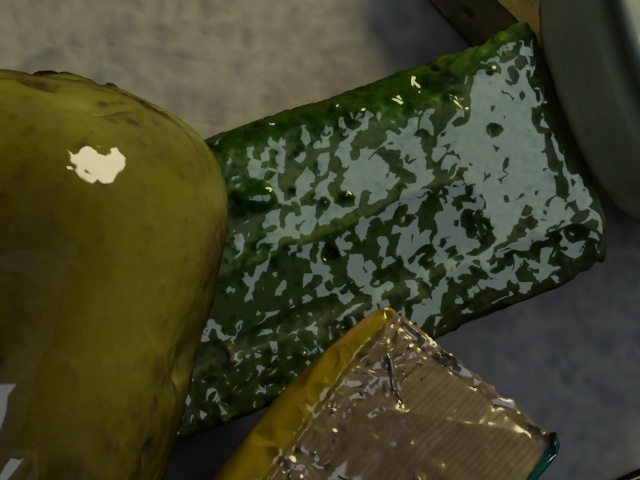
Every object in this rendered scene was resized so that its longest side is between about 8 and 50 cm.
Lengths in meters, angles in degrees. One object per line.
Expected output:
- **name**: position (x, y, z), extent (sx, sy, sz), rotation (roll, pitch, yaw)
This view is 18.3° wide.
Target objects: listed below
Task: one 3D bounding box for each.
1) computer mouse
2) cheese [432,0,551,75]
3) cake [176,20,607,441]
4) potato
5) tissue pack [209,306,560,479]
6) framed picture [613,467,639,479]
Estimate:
- **computer mouse**: position (0.158, -0.069, 0.771), extent (0.231, 0.079, 0.128), rotation (-17, 89, -63)
- **cheese**: position (0.114, -0.157, 0.840), extent (0.097, 0.037, 0.192), rotation (46, 64, -13)
- **cake**: position (-0.010, 0.003, 0.717), extent (0.235, 0.099, 0.100), rotation (-21, 89, -27)
- **potato**: position (-0.122, 0.059, 0.622), extent (0.160, 0.111, 0.272), rotation (20, 79, -7)
- **tissue pack**: position (-0.005, 0.107, 0.651), extent (0.082, 0.169, 0.120), rotation (38, 65, 3)
- **framed picture**: position (0.102, 0.281, 0.769), extent (0.255, 0.014, 0.339), rotation (-19, 89, -27)
